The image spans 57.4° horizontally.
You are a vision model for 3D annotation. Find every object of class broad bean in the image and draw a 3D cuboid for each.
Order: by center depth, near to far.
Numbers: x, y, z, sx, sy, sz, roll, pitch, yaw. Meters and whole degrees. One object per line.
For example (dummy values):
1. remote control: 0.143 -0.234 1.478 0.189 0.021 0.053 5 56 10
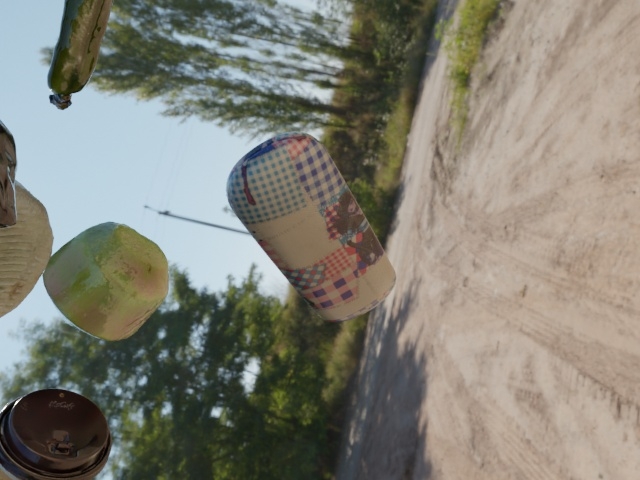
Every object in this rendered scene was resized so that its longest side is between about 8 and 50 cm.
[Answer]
1. broad bean: -0.222 -0.270 0.579 0.318 0.056 0.098 -58 42 22

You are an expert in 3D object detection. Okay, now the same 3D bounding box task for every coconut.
1. coconut: -0.416 0.087 1.142 0.236 0.204 0.236 -38 -9 -7

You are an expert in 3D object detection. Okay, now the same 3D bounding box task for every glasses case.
1. glasses case: 0.000 0.000 0.727 0.327 0.125 0.076 55 -177 -46

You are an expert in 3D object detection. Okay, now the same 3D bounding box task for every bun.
1. bun: -0.739 0.019 1.220 0.354 0.194 0.354 -51 -24 -34

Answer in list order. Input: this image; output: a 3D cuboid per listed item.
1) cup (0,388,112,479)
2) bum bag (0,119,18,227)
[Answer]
1. cup: -0.498 0.408 1.023 0.280 0.196 0.196 -58 5 20
2. bum bag: -0.358 -0.063 0.434 0.144 0.095 0.340 67 -163 -1
